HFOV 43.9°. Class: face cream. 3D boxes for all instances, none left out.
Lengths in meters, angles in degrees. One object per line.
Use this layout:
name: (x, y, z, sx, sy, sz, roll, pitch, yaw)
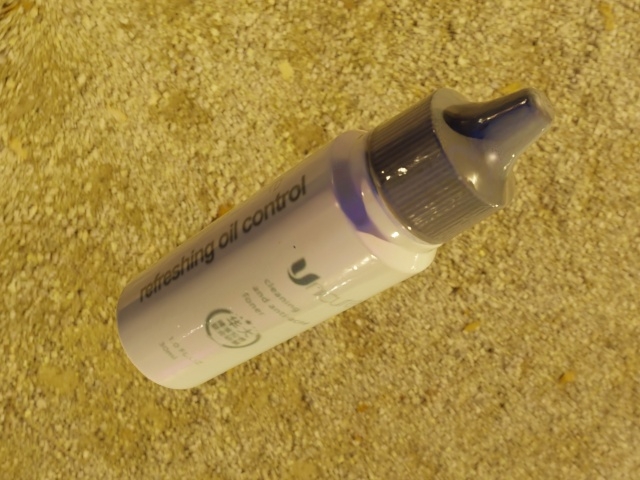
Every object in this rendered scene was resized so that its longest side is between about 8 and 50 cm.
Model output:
face cream: (0.000, 0.000, 0.469, 0.311, 0.092, 0.092, -30, 123, 35)
